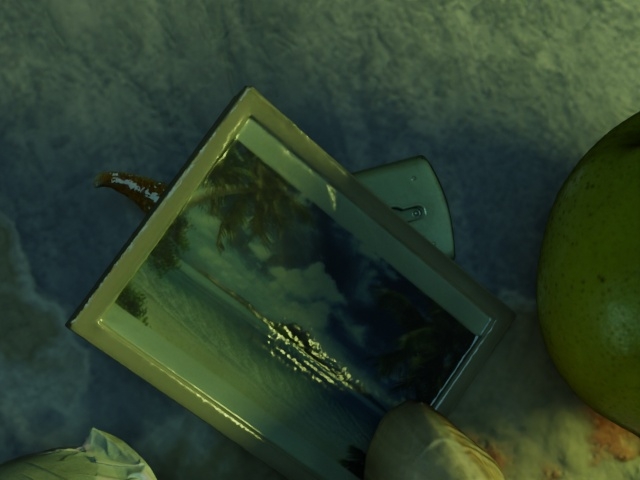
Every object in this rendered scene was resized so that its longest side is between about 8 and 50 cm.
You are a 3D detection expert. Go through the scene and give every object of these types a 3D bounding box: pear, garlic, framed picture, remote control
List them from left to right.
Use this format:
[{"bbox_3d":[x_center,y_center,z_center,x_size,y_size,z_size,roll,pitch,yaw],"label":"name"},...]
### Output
[{"bbox_3d":[-0.011,0.062,0.937,0.315,0.024,0.232,38,81,-20],"label":"framed picture"},{"bbox_3d":[0.000,0.000,0.975,0.233,0.038,0.098,-16,88,-19],"label":"remote control"},{"bbox_3d":[0.103,0.182,0.881,0.128,0.198,0.090,26,82,-12],"label":"garlic"},{"bbox_3d":[0.305,0.024,0.888,0.294,0.294,0.294,0,80,0],"label":"pear"}]

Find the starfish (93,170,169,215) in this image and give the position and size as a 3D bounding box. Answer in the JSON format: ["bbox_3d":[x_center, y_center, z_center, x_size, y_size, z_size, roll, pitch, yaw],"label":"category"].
[{"bbox_3d":[-0.101,0.044,0.988,0.247,0.050,0.138,28,78,-4],"label":"starfish"}]

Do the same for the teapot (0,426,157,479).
[{"bbox_3d":[-0.180,0.259,0.894,0.178,0.163,0.222,-28,77,-27],"label":"teapot"}]
